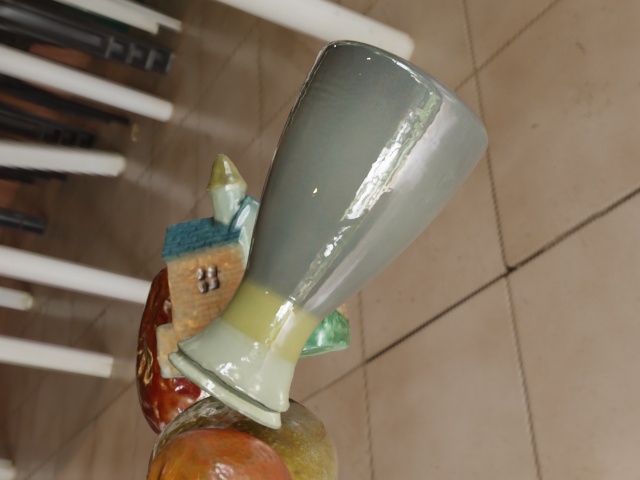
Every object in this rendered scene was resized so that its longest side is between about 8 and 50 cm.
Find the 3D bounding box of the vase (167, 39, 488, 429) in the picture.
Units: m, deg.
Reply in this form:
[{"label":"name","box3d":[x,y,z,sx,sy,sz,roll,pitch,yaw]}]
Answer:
[{"label":"vase","box3d":[0.000,0.000,0.801,0.321,0.173,0.173,-59,28,-4]}]

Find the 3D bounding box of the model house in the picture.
[{"label":"model house","box3d":[-0.111,0.029,1.385,0.267,0.194,0.325,-13,81,12]}]

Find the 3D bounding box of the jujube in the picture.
[{"label":"jujube","box3d":[-0.220,0.199,1.584,0.223,0.223,0.318,-26,64,55]}]

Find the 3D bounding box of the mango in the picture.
[{"label":"mango","box3d":[-0.082,0.228,0.906,0.316,0.192,0.146,27,-115,-78]}]

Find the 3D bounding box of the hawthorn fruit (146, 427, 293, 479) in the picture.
[{"label":"hawthorn fruit","box3d":[-0.075,0.199,0.651,0.128,0.128,0.128,-36,46,50]}]
